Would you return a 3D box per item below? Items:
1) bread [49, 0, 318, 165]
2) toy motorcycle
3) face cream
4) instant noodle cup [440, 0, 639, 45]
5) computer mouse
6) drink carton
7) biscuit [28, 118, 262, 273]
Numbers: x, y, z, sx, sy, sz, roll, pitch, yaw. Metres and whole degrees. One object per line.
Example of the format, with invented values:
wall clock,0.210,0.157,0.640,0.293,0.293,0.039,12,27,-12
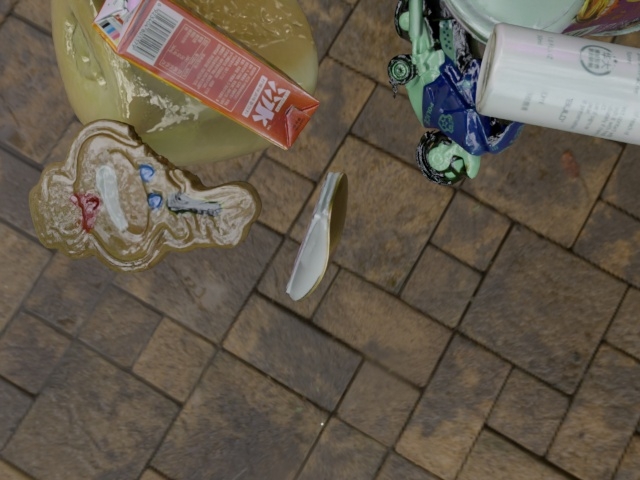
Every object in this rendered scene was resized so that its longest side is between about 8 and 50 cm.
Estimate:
bread,-0.197,-0.280,1.194,0.376,0.253,0.348,-17,75,-37
toy motorcycle,0.216,-0.250,1.236,0.196,0.125,0.331,-1,107,35
face cream,0.309,-0.134,0.751,0.311,0.092,0.092,12,77,2
instant noodle cup,0.313,-0.412,1.050,0.265,0.340,0.340,-28,77,-36
computer mouse,0.000,0.000,1.197,0.056,0.245,0.126,20,52,-3
drink carton,-0.113,-0.181,0.806,0.071,0.222,0.096,-55,42,11
biscuit,-0.221,-0.047,0.954,0.319,0.047,0.184,13,106,19
